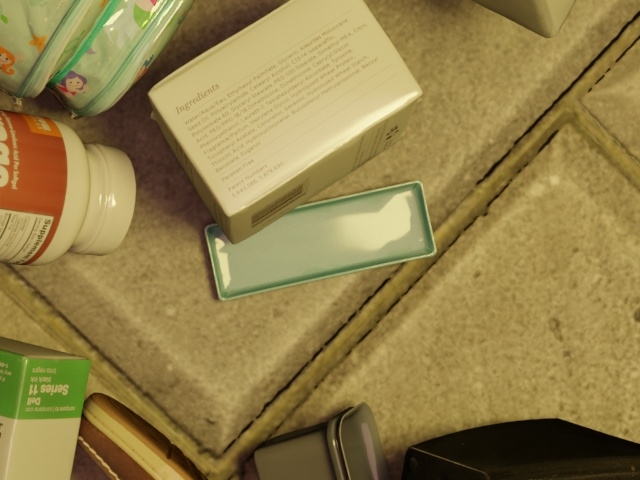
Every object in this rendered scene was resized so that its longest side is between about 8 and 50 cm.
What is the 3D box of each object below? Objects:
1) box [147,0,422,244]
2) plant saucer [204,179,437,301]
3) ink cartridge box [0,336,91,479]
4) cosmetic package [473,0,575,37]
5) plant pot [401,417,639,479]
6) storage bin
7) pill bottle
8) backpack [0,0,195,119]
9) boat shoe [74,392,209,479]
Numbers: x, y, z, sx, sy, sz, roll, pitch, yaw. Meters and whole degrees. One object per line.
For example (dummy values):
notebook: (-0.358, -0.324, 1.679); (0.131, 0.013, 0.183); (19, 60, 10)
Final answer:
box: (-0.029, -0.101, 1.309); (0.182, 0.181, 0.119); (-33, 85, -5)
plant saucer: (0.000, 0.000, 1.403); (0.192, 0.018, 0.067); (-12, 92, -7)
ink cartridge box: (-0.281, 0.181, 1.308); (0.153, 0.087, 0.208); (10, 91, 29)
cosmetic package: (0.027, -0.365, 1.252); (0.453, 0.161, 0.230); (28, 88, 15)
plant pot: (0.160, 0.244, 1.318); (0.167, 0.188, 0.188); (8, 91, -29)
storage bin: (0.006, 0.212, 1.380); (0.091, 0.098, 0.135); (-12, 94, 22)
pill bottle: (-0.260, -0.045, 1.288); (0.216, 0.121, 0.121); (8, 91, -36)
backpack: (-0.194, -0.208, 1.257); (0.191, 0.253, 0.225); (35, 87, -6)
boat shoe: (-0.106, 0.280, 1.350); (0.123, 0.123, 0.342); (-40, 102, -5)
